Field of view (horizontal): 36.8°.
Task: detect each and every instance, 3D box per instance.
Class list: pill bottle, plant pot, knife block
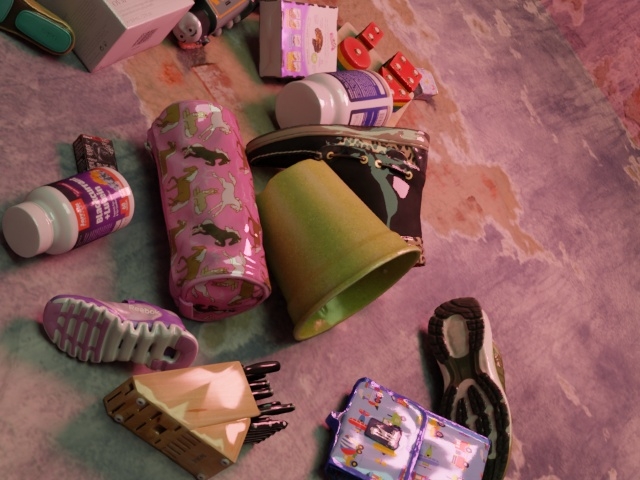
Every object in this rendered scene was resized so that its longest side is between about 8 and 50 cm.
[{"bbox_3d":[0.030,-0.293,2.101,0.264,0.153,0.153,-17,74,-52],"label":"pill bottle"},{"bbox_3d":[0.000,0.000,1.756,0.276,0.276,0.254,-17,68,-52],"label":"plant pot"},{"bbox_3d":[-0.173,0.237,1.513,0.275,0.088,0.242,40,38,-17],"label":"knife block"},{"bbox_3d":[-0.389,-0.041,1.484,0.108,0.108,0.193,56,37,3],"label":"pill bottle"}]

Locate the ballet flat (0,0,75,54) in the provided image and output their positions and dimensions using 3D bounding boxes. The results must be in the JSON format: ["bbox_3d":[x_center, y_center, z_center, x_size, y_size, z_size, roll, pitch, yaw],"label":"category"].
[{"bbox_3d":[-0.533,-0.398,1.662,0.232,0.080,0.073,33,13,-28],"label":"ballet flat"}]

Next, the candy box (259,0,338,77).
[{"bbox_3d":[-0.047,-0.444,2.146,0.196,0.070,0.165,-9,103,-50],"label":"candy box"}]

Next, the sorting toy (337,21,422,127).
[{"bbox_3d":[0.127,-0.410,2.354,0.257,0.089,0.255,46,37,-10],"label":"sorting toy"}]

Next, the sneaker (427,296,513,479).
[{"bbox_3d":[0.335,0.323,1.965,0.182,0.158,0.411,40,40,-46],"label":"sneaker"}]

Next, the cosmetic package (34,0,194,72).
[{"bbox_3d":[-0.398,-0.467,1.794,0.225,0.138,0.224,50,37,-3],"label":"cosmetic package"}]

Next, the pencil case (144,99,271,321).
[{"bbox_3d":[-0.196,-0.053,1.663,0.160,0.167,0.386,34,36,-54],"label":"pencil case"}]

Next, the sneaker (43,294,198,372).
[{"bbox_3d":[-0.304,0.129,1.463,0.236,0.095,0.105,18,25,-23],"label":"sneaker"}]

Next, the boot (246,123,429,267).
[{"bbox_3d":[0.044,-0.082,1.931,0.377,0.138,0.284,-1,83,-15],"label":"boot"}]

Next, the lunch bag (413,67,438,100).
[{"bbox_3d":[0.263,-0.415,2.536,0.071,0.053,0.083,-5,75,-47],"label":"lunch bag"}]

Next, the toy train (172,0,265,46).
[{"bbox_3d":[-0.237,-0.532,2.028,0.190,0.142,0.334,55,36,-14],"label":"toy train"}]

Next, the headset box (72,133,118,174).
[{"bbox_3d":[-0.382,-0.141,1.635,0.062,0.032,0.083,9,54,-44],"label":"headset box"}]

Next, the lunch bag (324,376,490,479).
[{"bbox_3d":[0.133,0.390,1.715,0.293,0.138,0.221,34,40,-6],"label":"lunch bag"}]
